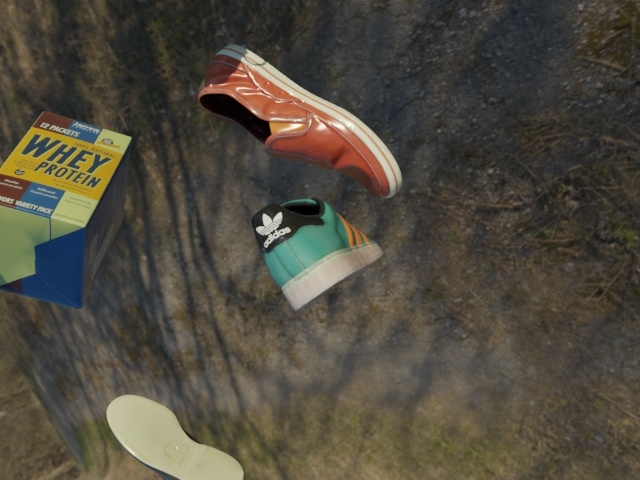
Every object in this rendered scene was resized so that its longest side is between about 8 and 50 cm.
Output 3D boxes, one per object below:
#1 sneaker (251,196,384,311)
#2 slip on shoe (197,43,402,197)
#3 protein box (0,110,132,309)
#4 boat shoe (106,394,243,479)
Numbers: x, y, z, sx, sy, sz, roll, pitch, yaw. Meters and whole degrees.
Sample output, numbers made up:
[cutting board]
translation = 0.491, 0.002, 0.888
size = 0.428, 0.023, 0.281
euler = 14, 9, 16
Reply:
[sneaker]
translation = 0.000, 0.000, 0.699
size = 0.121, 0.108, 0.302
euler = 57, -170, 5
[slip on shoe]
translation = -0.033, -0.152, 0.789
size = 0.331, 0.101, 0.123
euler = 34, 165, 6
[protein box]
translation = -0.391, -0.044, 0.843
size = 0.136, 0.201, 0.200
euler = 16, 135, -11
[boat shoe]
translation = -0.128, 0.183, 0.475
size = 0.133, 0.049, 0.042
euler = 31, 133, 5
